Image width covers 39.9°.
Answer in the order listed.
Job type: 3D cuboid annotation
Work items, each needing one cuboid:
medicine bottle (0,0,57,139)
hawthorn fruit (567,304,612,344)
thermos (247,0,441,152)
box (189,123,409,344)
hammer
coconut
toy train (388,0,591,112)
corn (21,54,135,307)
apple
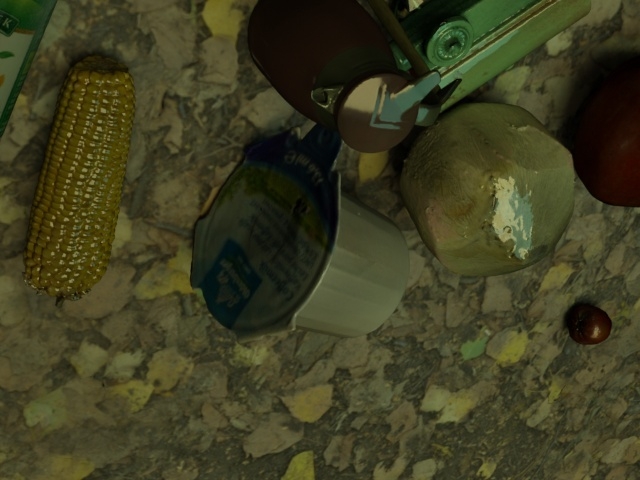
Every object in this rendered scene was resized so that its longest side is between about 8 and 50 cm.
[{"bbox_3d":[-0.350,-0.233,0.905,0.133,0.133,0.274,18,112,-30],"label":"medicine bottle"},{"bbox_3d":[0.467,0.146,1.520,0.077,0.077,0.077,-10,124,-16],"label":"hawthorn fruit"},{"bbox_3d":[0.033,-0.192,1.004,0.176,0.265,0.146,5,119,-26],"label":"thermos"},{"bbox_3d":[0.000,0.000,1.158,0.206,0.262,0.291,23,101,-45],"label":"box"},{"bbox_3d":[0.098,-0.247,1.057,0.013,0.199,0.062,-19,163,-47],"label":"hammer"},{"bbox_3d":[0.228,-0.062,1.174,0.227,0.230,0.227,-17,137,-16],"label":"coconut"},{"bbox_3d":[0.219,-0.282,1.128,0.285,0.116,0.177,-35,140,1],"label":"toy train"},{"bbox_3d":[-0.287,-0.070,1.059,0.106,0.106,0.305,7,114,-26],"label":"corn"},{"bbox_3d":[0.476,-0.150,1.246,0.233,0.234,0.234,-10,124,-16],"label":"apple"}]
